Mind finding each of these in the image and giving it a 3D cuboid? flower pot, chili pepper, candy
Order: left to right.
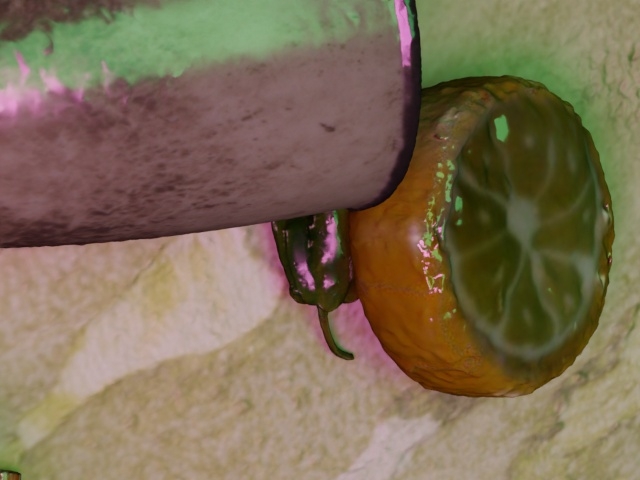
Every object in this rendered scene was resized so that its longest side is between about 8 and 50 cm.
[{"bbox_3d":[-0.140,-0.132,1.211,0.330,0.293,0.293,-13,98,-20],"label":"flower pot"},{"bbox_3d":[0.003,0.000,1.397,0.073,0.072,0.204,-8,95,-30],"label":"chili pepper"},{"bbox_3d":[0.129,-0.003,1.420,0.260,0.118,0.260,1,88,-45],"label":"candy"}]

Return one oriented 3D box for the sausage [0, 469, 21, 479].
[{"bbox_3d":[-0.234,0.218,1.304,0.031,0.031,0.107,3,90,-28],"label":"sausage"}]
